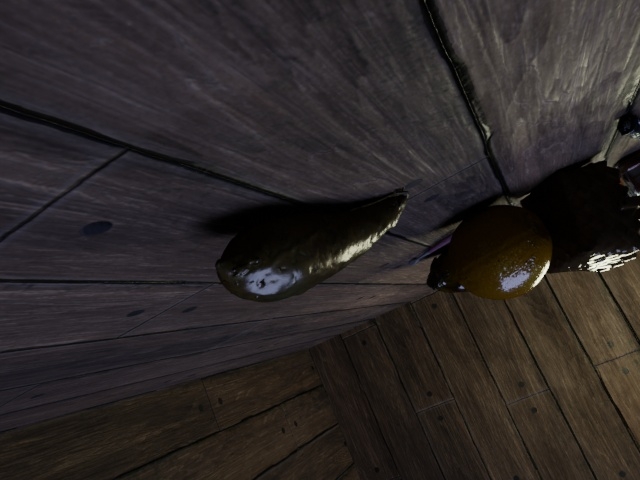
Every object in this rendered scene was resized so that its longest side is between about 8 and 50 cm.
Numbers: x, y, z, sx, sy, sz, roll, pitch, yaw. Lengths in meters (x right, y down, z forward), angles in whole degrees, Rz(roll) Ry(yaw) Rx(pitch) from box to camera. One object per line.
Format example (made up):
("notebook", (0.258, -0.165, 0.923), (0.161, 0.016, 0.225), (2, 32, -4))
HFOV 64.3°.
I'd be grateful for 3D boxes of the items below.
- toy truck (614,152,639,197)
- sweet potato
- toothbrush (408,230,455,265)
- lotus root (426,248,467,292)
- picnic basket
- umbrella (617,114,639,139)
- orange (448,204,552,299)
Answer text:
("toy truck", (1.036, -0.206, 1.669), (0.114, 0.135, 0.270), (-31, 168, 19))
("sweet potato", (0.000, 0.003, 0.835), (0.422, 0.131, 0.130), (-19, 166, -42))
("toothbrush", (0.372, 0.028, 1.682), (0.025, 0.020, 0.286), (-25, 169, -30))
("lotus root", (0.556, 0.088, 1.860), (0.397, 0.179, 0.196), (-18, 163, -23))
("picnic basket", (0.773, -0.065, 1.428), (0.320, 0.292, 0.254), (-7, 161, -12))
("umbrella", (0.715, -0.256, 1.157), (0.188, 0.050, 0.046), (-6, 137, -47))
("orange", (0.491, 0.032, 1.401), (0.274, 0.274, 0.274), (-22, 166, -6))
